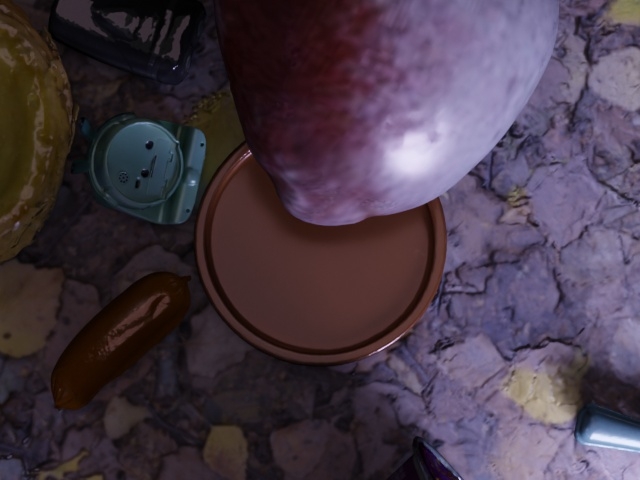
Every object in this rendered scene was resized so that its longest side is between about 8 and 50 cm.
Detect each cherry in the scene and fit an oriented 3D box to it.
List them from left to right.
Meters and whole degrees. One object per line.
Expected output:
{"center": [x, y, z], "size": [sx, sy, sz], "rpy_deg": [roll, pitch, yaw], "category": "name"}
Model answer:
{"center": [0.065, -0.194, 1.210], "size": [0.326, 0.291, 0.334], "rpy_deg": [-17, 100, -30], "category": "cherry"}

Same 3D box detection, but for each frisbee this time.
{"center": [0.000, 0.000, 1.312], "size": [0.251, 0.021, 0.250], "rpy_deg": [0, 83, -2], "category": "frisbee"}

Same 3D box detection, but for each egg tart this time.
{"center": [-0.381, -0.098, 1.261], "size": [0.315, 0.120, 0.315], "rpy_deg": [0, 84, 0], "category": "egg tart"}

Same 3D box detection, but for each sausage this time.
{"center": [-0.196, 0.093, 1.279], "size": [0.183, 0.054, 0.062], "rpy_deg": [-40, 58, -3], "category": "sausage"}

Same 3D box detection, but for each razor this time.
{"center": [-0.193, -0.215, 1.310], "size": [0.148, 0.054, 0.090], "rpy_deg": [19, 83, 1], "category": "razor"}

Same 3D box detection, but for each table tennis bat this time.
{"center": [0.367, 0.206, 1.297], "size": [0.244, 0.040, 0.152], "rpy_deg": [15, 84, -5], "category": "table tennis bat"}

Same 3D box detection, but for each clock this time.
{"center": [-0.180, -0.074, 1.274], "size": [0.135, 0.041, 0.101], "rpy_deg": [14, 84, -32], "category": "clock"}

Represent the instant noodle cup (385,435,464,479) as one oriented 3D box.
{"center": [0.078, 0.381, 1.134], "size": [0.266, 0.340, 0.340], "rpy_deg": [-37, 86, 3], "category": "instant noodle cup"}
